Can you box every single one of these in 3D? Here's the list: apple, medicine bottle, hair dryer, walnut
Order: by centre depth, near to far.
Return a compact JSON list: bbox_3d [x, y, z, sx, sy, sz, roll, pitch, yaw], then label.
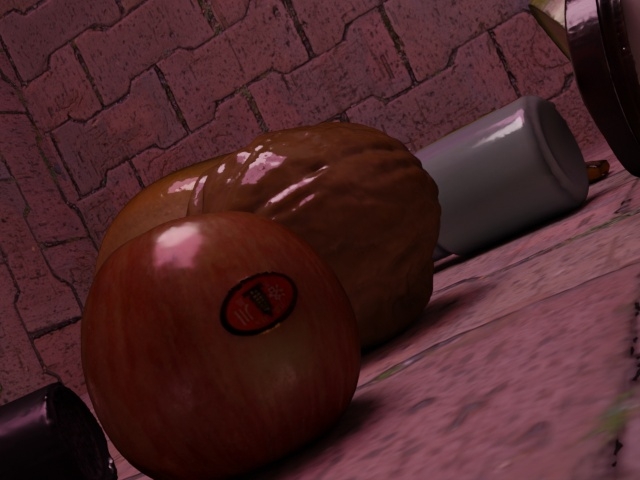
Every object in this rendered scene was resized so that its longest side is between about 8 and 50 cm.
[{"bbox_3d":[-0.054,0.052,0.429,0.146,0.130,0.146,-23,-6,-2],"label":"apple"},{"bbox_3d":[-0.229,0.172,0.573,0.197,0.089,0.251,-27,-7,-3],"label":"hair dryer"},{"bbox_3d":[0.000,0.000,0.651,0.213,0.213,0.213,-26,-1,0],"label":"walnut"},{"bbox_3d":[0.180,-0.062,0.955,0.225,0.139,0.139,-27,-1,32],"label":"medicine bottle"}]

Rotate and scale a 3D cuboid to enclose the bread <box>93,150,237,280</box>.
[{"bbox_3d":[-0.087,0.012,1.060,0.348,0.252,0.376,-23,3,35],"label":"bread"}]

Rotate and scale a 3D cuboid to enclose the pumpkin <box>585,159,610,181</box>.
[{"bbox_3d":[0.373,-0.093,1.169,0.073,0.035,0.101,-13,3,33],"label":"pumpkin"}]

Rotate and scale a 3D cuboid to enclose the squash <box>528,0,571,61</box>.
[{"bbox_3d":[0.463,-0.323,0.943,0.384,0.263,0.263,-45,-6,16],"label":"squash"}]

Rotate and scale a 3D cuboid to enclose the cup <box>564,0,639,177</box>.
[{"bbox_3d":[0.325,-0.155,0.562,0.280,0.196,0.196,-17,5,35],"label":"cup"}]
